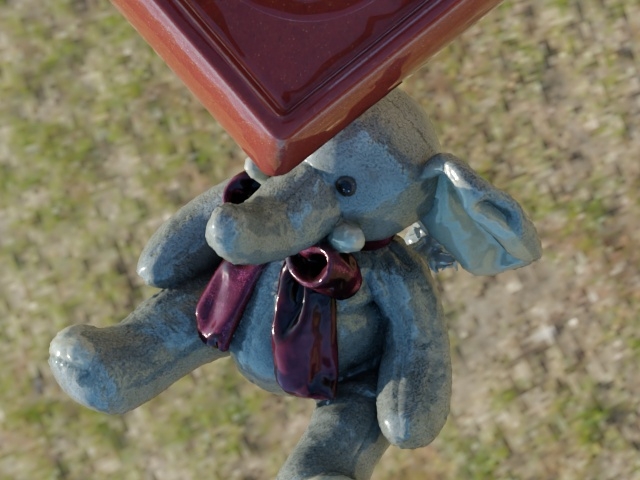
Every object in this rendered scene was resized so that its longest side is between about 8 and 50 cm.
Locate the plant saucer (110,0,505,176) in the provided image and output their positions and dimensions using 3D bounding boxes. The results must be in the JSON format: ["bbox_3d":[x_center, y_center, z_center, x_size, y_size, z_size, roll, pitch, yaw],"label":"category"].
[{"bbox_3d":[-0.010,-0.195,1.055,0.258,0.048,0.259,-38,109,12],"label":"plant saucer"}]

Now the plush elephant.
[{"bbox_3d":[0.000,0.000,1.286,0.272,0.330,0.255,34,149,27],"label":"plush elephant"}]
